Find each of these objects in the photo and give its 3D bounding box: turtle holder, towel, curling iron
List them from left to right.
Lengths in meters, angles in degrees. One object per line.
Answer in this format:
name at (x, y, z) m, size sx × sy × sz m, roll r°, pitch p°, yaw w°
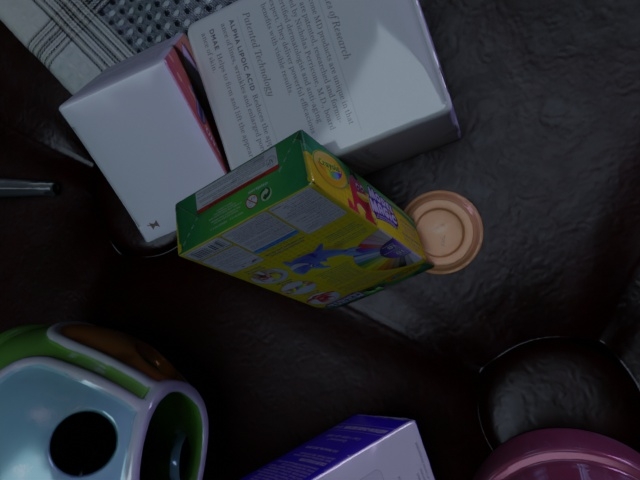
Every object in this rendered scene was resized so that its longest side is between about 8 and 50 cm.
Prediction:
curling iron at (-0.458, -0.068, 0.693) m, size 0.274 × 0.068 × 0.035 m, roll -2°, pitch 91°, yaw 12°
turtle holder at (-0.246, 0.231, 0.517) m, size 0.227 × 0.320 × 0.243 m, roll -5°, pitch 130°, yaw 18°
towel at (-0.202, -0.300, 0.597) m, size 0.312 × 0.056 × 0.324 m, roll -45°, pitch 79°, yaw 15°

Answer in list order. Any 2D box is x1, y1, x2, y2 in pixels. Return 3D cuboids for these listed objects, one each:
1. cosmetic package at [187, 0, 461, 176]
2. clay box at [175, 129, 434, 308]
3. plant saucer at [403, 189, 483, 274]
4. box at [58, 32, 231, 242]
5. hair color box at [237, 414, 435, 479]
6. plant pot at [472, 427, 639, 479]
cosmetic package at (0.013, -0.137, 0.489) m, size 0.183 × 0.151 × 0.151 m, roll -19°, pitch 87°, yaw 16°
clay box at (0.000, 0.000, 0.478) m, size 0.127 × 0.222 × 0.053 m, roll -26°, pitch 60°, yaw 24°
plant saucer at (0.117, -0.008, 0.536) m, size 0.083 × 0.013 × 0.084 m, roll 1°, pitch 94°, yaw 18°
box at (-0.141, -0.102, 0.502) m, size 0.091 × 0.170 × 0.130 m, roll -23°, pitch 118°, yaw 4°
hair color box at (-0.042, 0.300, 0.444) m, size 0.110 × 0.338 × 0.185 m, roll -23°, pitch 85°, yaw 55°
plant pot at (0.214, 0.279, 0.437) m, size 0.201 × 0.180 × 0.201 m, roll 1°, pitch 93°, yaw 18°
